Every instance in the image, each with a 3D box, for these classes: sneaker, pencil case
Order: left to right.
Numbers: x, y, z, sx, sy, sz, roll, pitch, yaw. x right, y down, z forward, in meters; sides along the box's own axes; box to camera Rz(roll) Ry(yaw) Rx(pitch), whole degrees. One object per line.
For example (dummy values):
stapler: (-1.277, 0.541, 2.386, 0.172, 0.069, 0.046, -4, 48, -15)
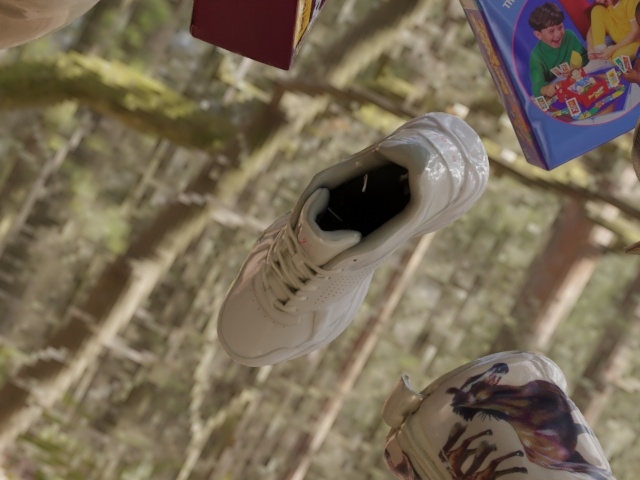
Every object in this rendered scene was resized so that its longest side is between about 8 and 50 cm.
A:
sneaker: (0.000, 0.000, 1.241, 0.090, 0.232, 0.115, 50, 22, 15)
pencil case: (0.185, 0.284, 1.438, 0.183, 0.160, 0.410, 8, 49, -47)

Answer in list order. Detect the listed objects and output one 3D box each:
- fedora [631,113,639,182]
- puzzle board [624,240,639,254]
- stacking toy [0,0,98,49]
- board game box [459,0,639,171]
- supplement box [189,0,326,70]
fedora: (0.275, -0.058, 1.100, 0.124, 0.244, 0.275, 33, 10, 35)
puzzle board: (0.336, 0.001, 1.584, 0.128, 0.011, 0.096, 5, -17, -23)
stacking toy: (-0.256, -0.394, 1.212, 0.350, 0.480, 0.350, 8, -26, 4)
board game box: (0.358, -0.262, 2.162, 0.233, 0.347, 0.078, 66, -7, -14)
supplement box: (-0.020, -0.229, 1.341, 0.080, 0.188, 0.104, 21, -35, 7)
